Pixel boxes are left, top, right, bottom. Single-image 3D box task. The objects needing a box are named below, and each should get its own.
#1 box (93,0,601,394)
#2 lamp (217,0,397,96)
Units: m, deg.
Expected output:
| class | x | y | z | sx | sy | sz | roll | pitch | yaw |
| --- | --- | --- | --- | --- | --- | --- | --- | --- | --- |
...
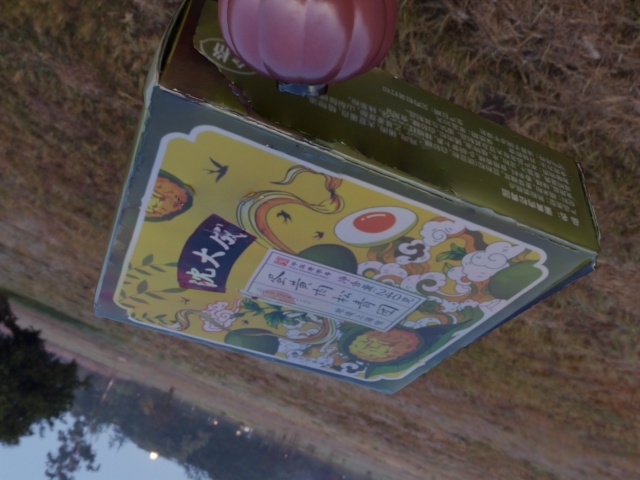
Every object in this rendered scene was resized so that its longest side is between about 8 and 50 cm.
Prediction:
| class | x | y | z | sx | sy | sz | roll | pitch | yaw |
| --- | --- | --- | --- | --- | --- | --- | --- | --- | --- |
| box | 0.000 | 0.000 | 0.623 | 0.420 | 0.138 | 0.373 | 19 | 142 | -17 |
| lamp | -0.007 | -0.135 | 0.348 | 0.107 | 0.107 | 0.092 | 17 | 121 | 22 |
